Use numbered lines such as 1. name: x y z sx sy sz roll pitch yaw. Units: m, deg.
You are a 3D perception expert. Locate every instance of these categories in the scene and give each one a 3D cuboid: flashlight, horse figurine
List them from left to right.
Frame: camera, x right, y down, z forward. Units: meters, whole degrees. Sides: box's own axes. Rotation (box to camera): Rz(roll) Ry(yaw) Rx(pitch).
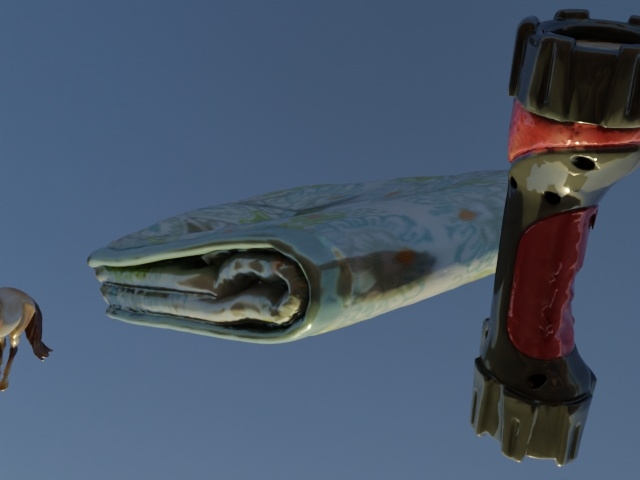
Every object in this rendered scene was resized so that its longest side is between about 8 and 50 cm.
1. horse figurine: -0.438 0.126 1.234 0.066 0.263 0.175 18 -84 8
2. flashlight: 0.161 0.010 0.600 0.103 0.103 0.304 8 -64 14

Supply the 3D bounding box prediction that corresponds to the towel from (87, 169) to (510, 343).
1. towel: 0.000 0.000 0.834 0.374 0.320 0.090 1 -75 52
